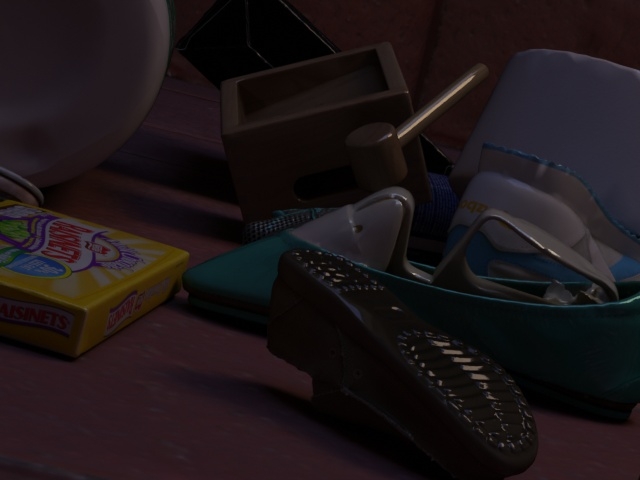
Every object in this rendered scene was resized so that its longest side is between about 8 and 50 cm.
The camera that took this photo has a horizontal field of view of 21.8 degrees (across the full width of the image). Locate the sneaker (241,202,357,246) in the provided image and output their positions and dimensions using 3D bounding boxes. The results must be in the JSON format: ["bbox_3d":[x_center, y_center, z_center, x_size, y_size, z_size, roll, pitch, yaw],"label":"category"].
[{"bbox_3d":[0.000,0.000,1.002,0.076,0.065,0.166,12,5,15],"label":"sneaker"}]

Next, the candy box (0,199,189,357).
[{"bbox_3d":[-0.132,0.013,0.773,0.105,0.027,0.206,18,8,5],"label":"candy box"}]

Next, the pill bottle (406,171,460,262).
[{"bbox_3d":[0.069,-0.021,1.254,0.120,0.067,0.067,11,8,-29],"label":"pill bottle"}]

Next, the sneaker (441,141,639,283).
[{"bbox_3d":[0.147,0.028,1.003,0.087,0.092,0.228,19,-11,46],"label":"sneaker"}]

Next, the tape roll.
[{"bbox_3d":[0.234,-0.020,1.144,0.286,0.100,0.286,26,-6,3],"label":"tape roll"}]

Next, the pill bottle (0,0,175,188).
[{"bbox_3d":[-0.206,-0.155,1.195,0.204,0.204,0.361,14,8,-6],"label":"pill bottle"}]

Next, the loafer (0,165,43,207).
[{"bbox_3d":[-0.215,-0.029,0.921,0.125,0.039,0.045,19,-25,12],"label":"loafer"}]

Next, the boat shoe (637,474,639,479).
[{"bbox_3d":[0.187,0.100,0.593,0.178,0.064,0.060,13,5,-34],"label":"boat shoe"}]

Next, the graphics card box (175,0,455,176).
[{"bbox_3d":[-0.005,-0.126,1.465,0.233,0.094,0.371,43,4,-7],"label":"graphics card box"}]

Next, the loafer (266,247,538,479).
[{"bbox_3d":[0.030,0.057,0.679,0.056,0.050,0.148,3,29,-42],"label":"loafer"}]

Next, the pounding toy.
[{"bbox_3d":[0.031,-0.057,1.117,0.181,0.094,0.206,-13,22,2],"label":"pounding toy"}]

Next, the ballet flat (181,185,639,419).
[{"bbox_3d":[0.057,0.020,0.851,0.247,0.087,0.083,14,8,1],"label":"ballet flat"}]
